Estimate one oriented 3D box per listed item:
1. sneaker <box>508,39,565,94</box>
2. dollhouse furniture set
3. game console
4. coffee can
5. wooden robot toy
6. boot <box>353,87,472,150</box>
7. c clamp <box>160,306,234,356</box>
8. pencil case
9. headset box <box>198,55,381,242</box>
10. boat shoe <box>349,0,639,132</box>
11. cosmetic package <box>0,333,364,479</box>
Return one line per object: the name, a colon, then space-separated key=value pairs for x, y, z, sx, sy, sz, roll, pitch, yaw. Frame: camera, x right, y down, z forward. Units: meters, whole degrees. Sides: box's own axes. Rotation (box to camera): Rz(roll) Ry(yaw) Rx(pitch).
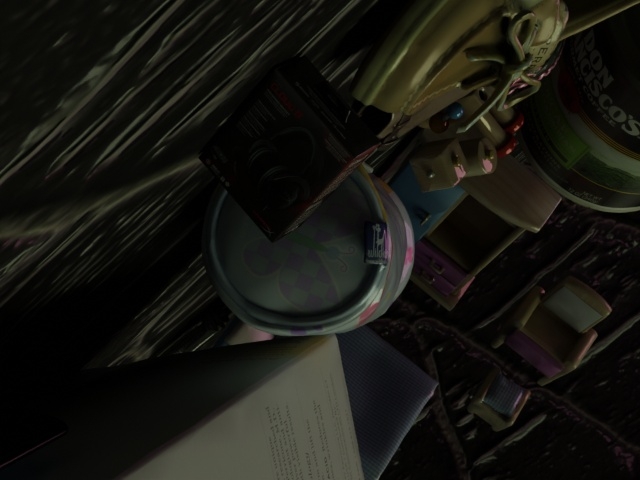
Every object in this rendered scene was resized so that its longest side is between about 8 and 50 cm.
sneaker: x=0.159 y=-0.150 z=1.229 sx=0.119 sy=0.047 sz=0.057 roll=-42 pitch=163 yaw=0
dollhouse furniture set: x=0.088 y=0.089 z=1.309 sx=0.303 sy=0.286 sz=0.198 roll=-51 pitch=180 yaw=-30
game console: x=-0.201 y=0.111 z=0.702 sx=0.107 sy=0.071 sz=0.122 roll=-43 pitch=173 yaw=18
coffee can: x=0.305 y=-0.156 z=1.306 sx=0.201 sy=0.201 sz=0.275 roll=-39 pitch=174 yaw=-15
wooden robot toy: x=0.097 y=-0.091 z=1.088 sx=0.079 sy=0.076 sz=0.173 roll=-10 pitch=-140 yaw=37
boot: x=0.067 y=-0.102 z=0.987 sx=0.087 sy=0.042 sz=0.118 roll=-31 pitch=168 yaw=-48
c clamp: x=-0.135 y=0.108 z=1.328 sx=0.160 sy=0.022 sz=0.137 roll=-40 pitch=174 yaw=-10
pencil case: x=0.000 y=0.000 z=0.973 sx=0.113 sy=0.124 sz=0.273 roll=-2 pitch=177 yaw=7
headset box: x=-0.014 y=-0.049 z=0.755 sx=0.083 sy=0.062 sz=0.032 roll=-44 pitch=174 yaw=37
boat shoe: x=0.136 y=-0.147 z=0.856 sx=0.285 sy=0.089 sz=0.104 roll=-37 pitch=174 yaw=-26
cosmetic package: x=-0.125 y=0.174 z=0.881 sx=0.217 sy=0.156 sz=0.385 roll=-10 pitch=-174 yaw=20
